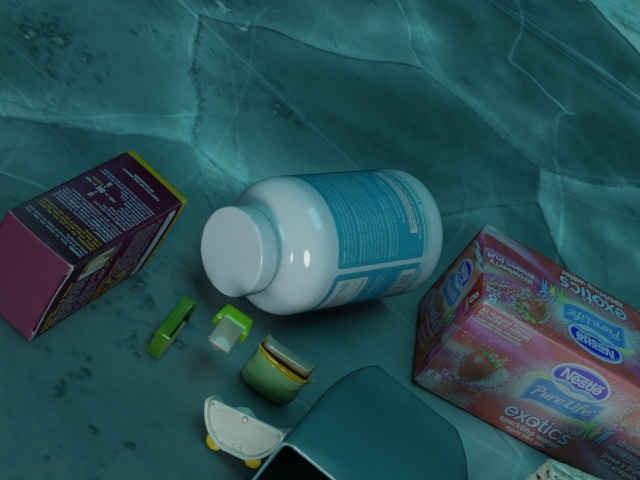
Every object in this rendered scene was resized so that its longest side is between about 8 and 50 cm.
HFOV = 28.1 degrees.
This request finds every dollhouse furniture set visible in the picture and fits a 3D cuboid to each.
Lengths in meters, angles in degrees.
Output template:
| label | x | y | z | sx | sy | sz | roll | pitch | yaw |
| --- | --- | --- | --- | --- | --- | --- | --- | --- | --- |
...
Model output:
| label | x | y | z | sx | sy | sz | roll | pitch | yaw |
| --- | --- | --- | --- | --- | --- | --- | --- | --- | --- |
| dollhouse furniture set | -0.085 | 0.117 | 1.226 | 0.151 | 0.076 | 0.059 | 34 | 46 | -1 |

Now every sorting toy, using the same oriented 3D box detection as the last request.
| label | x | y | z | sx | sy | sz | roll | pitch | yaw |
| --- | --- | --- | --- | --- | --- | --- | --- | --- | --- |
| sorting toy | -0.062 | 0.176 | 1.196 | 0.083 | 0.045 | 0.075 | 23 | 12 | 18 |

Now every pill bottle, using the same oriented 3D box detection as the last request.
| label | x | y | z | sx | sy | sz | roll | pitch | yaw |
| --- | --- | --- | --- | --- | --- | --- | --- | --- | --- |
| pill bottle | 0.000 | 0.000 | 1.369 | 0.264 | 0.146 | 0.146 | -6 | 53 | -47 |

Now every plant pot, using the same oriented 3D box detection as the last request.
| label | x | y | z | sx | sy | sz | roll | pitch | yaw |
| --- | --- | --- | --- | --- | --- | --- | --- | --- | --- |
| plant pot | 0.030 | 0.223 | 1.123 | 0.165 | 0.165 | 0.234 | 39 | 28 | 3 |

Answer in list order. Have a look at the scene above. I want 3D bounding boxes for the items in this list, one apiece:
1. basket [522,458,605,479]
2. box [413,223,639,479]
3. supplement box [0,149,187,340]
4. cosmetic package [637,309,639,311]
| label | x | y | z | sx | sy | sz | roll | pitch | yaw |
| --- | --- | --- | --- | --- | --- | --- | --- | --- | --- |
| basket | 0.266 | 0.307 | 1.280 | 0.167 | 0.103 | 0.113 | 23 | 35 | -18 |
| box | 0.268 | 0.137 | 1.451 | 0.299 | 0.142 | 0.154 | 29 | 35 | -11 |
| supplement box | -0.224 | 0.000 | 1.203 | 0.081 | 0.104 | 0.188 | 42 | 34 | 8 |
| cosmetic package | 0.468 | 0.191 | 1.623 | 0.117 | 0.085 | 0.231 | -13 | 59 | -50 |
